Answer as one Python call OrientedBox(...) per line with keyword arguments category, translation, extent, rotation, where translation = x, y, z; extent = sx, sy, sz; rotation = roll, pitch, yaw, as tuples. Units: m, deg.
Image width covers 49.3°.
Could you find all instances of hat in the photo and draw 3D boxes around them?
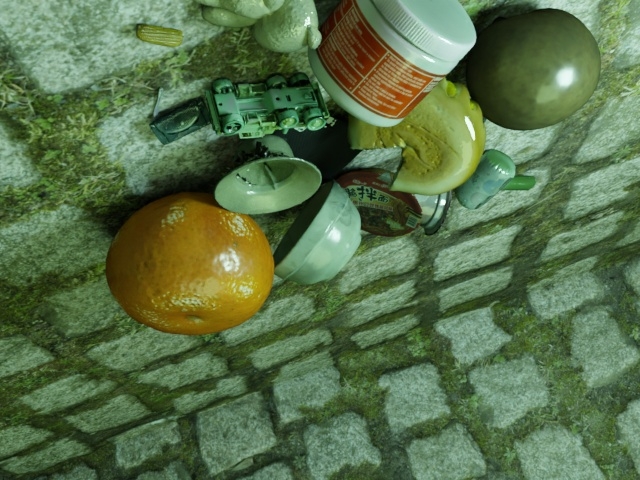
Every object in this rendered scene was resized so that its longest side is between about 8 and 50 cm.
OrientedBox(category="hat", translation=(-0.135, -0.177, 1.664), extent=(0.257, 0.130, 0.257), rotation=(-11, 155, -5))

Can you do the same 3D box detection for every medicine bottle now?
OrientedBox(category="medicine bottle", translation=(0.136, -0.390, 1.381), extent=(0.252, 0.253, 0.241), rotation=(5, 144, -40))

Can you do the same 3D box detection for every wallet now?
OrientedBox(category="wallet", translation=(-0.032, -0.242, 1.772), extent=(0.323, 0.041, 0.247), rotation=(10, 142, -43))
OrientedBox(category="wallet", translation=(-0.307, -0.261, 1.549), extent=(0.129, 0.026, 0.088), rotation=(-27, 154, -4))

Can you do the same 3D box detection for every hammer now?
OrientedBox(category="hammer", translation=(0.585, -0.192, 2.228), extent=(0.335, 0.119, 0.206), rotation=(-4, 150, -42))

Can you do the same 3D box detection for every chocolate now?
OrientedBox(category="chocolate", translation=(0.293, -0.127, 2.099), extent=(0.147, 0.221, 0.221), rotation=(15, 145, -7))

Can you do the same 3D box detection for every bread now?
OrientedBox(category="bread", translation=(0.236, -0.267, 1.660), extent=(0.333, 0.333, 0.160), rotation=(-43, -170, 36))

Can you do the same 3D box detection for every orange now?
OrientedBox(category="orange", translation=(-0.332, 0.057, 1.799), extent=(0.423, 0.326, 0.424), rotation=(-2, 152, -1))

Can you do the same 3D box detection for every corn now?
OrientedBox(category="corn", translation=(-0.304, -0.388, 1.321), extent=(0.092, 0.037, 0.037), rotation=(3, 145, -34))

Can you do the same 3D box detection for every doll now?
OrientedBox(category="doll", translation=(-0.124, -0.450, 1.267), extent=(0.278, 0.175, 0.149), rotation=(19, 96, -40))

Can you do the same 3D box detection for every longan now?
OrientedBox(category="longan", translation=(0.483, -0.392, 1.610), extent=(0.297, 0.297, 0.297), rotation=(-16, 153, -9))

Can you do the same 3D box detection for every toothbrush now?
OrientedBox(category="toothbrush", translation=(-0.354, -0.281, 1.508), extent=(0.011, 0.013, 0.131), rotation=(-7, 149, -29))

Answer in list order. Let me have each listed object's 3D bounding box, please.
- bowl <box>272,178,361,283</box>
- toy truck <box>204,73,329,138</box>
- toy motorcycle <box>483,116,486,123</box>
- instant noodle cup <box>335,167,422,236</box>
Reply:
OrientedBox(category="bowl", translation=(0.000, 0.000, 1.923), extent=(0.163, 0.307, 0.307), rotation=(39, 128, -10))
OrientedBox(category="toy truck", translation=(-0.124, -0.277, 1.551), extent=(0.259, 0.128, 0.135), rotation=(-7, 154, -24))
OrientedBox(category="toy motorcycle", translation=(0.326, -0.273, 1.858), extent=(0.222, 0.108, 0.341), rotation=(-2, 167, 11))
OrientedBox(category="instant noodle cup", translation=(0.172, -0.129, 1.997), extent=(0.274, 0.091, 0.274), rotation=(17, 145, 12))
